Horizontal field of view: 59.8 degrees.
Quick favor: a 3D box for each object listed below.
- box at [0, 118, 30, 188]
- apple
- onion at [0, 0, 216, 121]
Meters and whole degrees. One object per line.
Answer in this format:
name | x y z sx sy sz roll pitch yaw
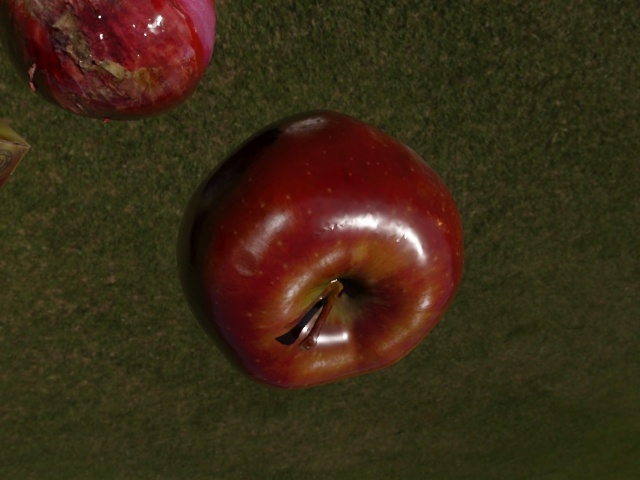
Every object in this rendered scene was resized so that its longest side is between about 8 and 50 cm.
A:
box | -0.457 -0.062 0.616 0.240 0.159 0.071 -51 170 9
apple | 0.000 0.000 0.599 0.288 0.317 0.288 -2 113 -4
onion | -0.267 -0.285 0.702 0.276 0.276 0.276 -12 143 -9
